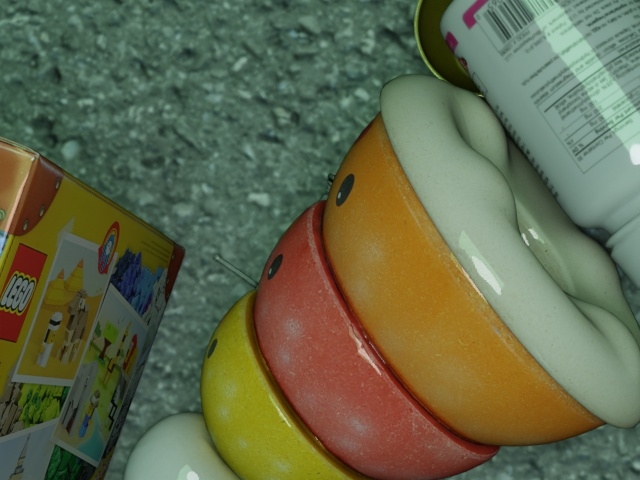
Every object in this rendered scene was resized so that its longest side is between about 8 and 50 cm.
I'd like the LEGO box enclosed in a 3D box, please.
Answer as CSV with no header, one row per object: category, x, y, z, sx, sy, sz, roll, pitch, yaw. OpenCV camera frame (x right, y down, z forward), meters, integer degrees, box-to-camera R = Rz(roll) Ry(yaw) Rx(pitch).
LEGO box,-0.301,0.116,1.305,0.193,0.500,0.373,19,85,9

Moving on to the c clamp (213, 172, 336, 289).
c clamp,0.000,0.000,1.531,0.137,0.022,0.161,41,89,9

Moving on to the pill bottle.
pill bottle,0.239,-0.111,1.354,0.160,0.160,0.283,-33,81,1

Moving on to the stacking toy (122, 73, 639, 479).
stacking toy,0.013,0.119,1.404,0.480,0.350,0.351,-37,80,15

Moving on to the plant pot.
plant pot,0.155,-0.188,1.503,0.134,0.095,0.134,-1,82,5
